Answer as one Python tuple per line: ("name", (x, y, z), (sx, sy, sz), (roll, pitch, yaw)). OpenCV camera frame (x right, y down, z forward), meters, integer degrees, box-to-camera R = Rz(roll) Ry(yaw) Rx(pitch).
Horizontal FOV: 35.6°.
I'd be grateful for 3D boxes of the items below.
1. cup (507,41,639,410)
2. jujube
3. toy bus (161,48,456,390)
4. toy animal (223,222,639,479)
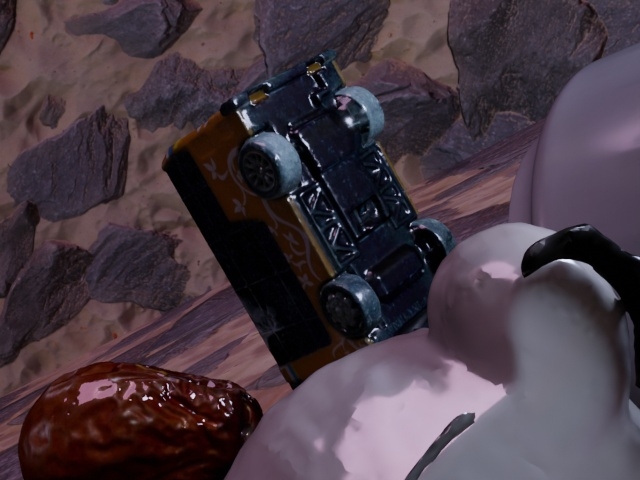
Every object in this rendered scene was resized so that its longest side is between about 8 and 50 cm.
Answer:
("cup", (0.246, 0.010, 0.395), (0.326, 0.237, 0.323), (-20, 17, 44))
("jujube", (-0.174, 0.195, 0.980), (0.236, 0.168, 0.168), (-10, 11, 12))
("toy bus", (0.000, 0.000, 1.004), (0.162, 0.324, 0.194), (-34, 8, -39))
("toy animal", (0.029, 0.140, 0.460), (0.258, 0.193, 0.357), (-68, 12, -11))
